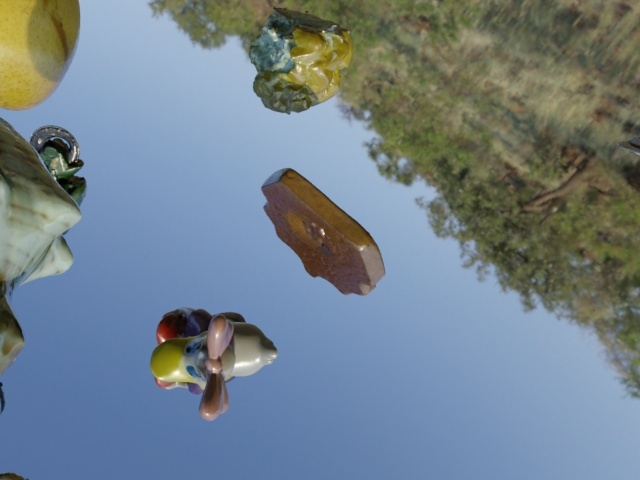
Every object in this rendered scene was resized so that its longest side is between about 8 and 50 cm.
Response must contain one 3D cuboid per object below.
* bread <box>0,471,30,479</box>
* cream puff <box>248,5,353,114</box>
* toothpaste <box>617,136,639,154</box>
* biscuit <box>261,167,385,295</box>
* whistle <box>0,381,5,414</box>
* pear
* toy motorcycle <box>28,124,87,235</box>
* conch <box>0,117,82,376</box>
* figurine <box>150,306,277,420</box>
[{"bbox_3d":[-0.434,0.433,0.886,0.268,0.152,0.130,46,155,50],"label":"bread"},{"bbox_3d":[-0.031,-0.242,0.924,0.121,0.156,0.156,17,-154,-37],"label":"cream puff"},{"bbox_3d":[0.311,-0.050,0.388,0.323,0.066,0.100,-7,-155,-31],"label":"toothpaste"},{"bbox_3d":[0.002,-0.002,0.833,0.182,0.034,0.215,42,162,11],"label":"biscuit"},{"bbox_3d":[-0.452,0.196,0.851,0.090,0.090,0.158,-2,-113,-63],"label":"whistle"},{"bbox_3d":[-0.508,-0.338,0.993,0.314,0.314,0.314,33,-162,-12],"label":"pear"},{"bbox_3d":[-0.505,-0.083,1.113,0.125,0.274,0.187,-91,-12,-58],"label":"toy motorcycle"},{"bbox_3d":[-0.239,-0.017,0.425,0.169,0.203,0.386,13,-133,-27],"label":"conch"},{"bbox_3d":[-0.174,0.190,1.108,0.193,0.154,0.421,3,175,6],"label":"figurine"}]
